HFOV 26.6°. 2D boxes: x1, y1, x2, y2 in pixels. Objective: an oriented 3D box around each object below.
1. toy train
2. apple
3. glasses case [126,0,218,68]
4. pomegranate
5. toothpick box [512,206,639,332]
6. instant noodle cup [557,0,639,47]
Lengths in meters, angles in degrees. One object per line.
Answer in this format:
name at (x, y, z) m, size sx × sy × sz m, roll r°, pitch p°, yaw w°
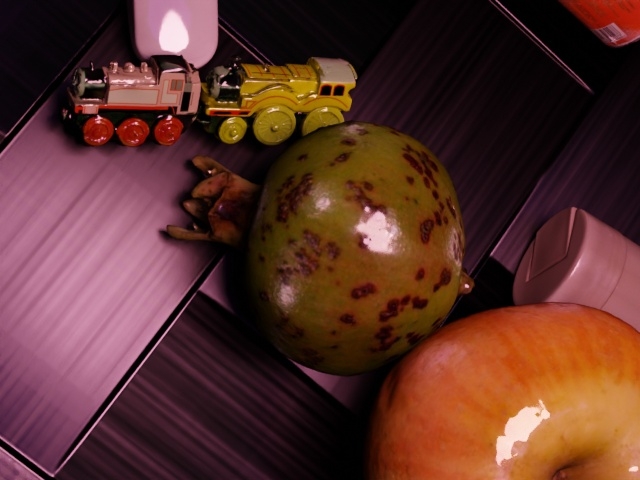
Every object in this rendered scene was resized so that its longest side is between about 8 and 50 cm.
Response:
toy train at (-0.095, -0.118, 1.144) m, size 0.250 × 0.053 × 0.085 m, roll -3°, pitch 125°, yaw -21°
apple at (0.170, 0.188, 1.128) m, size 0.286 × 0.233 × 0.285 m, roll 0°, pitch 90°, yaw -19°
glasses case at (-0.129, -0.241, 1.159) m, size 0.076 × 0.049 × 0.197 m, roll -4°, pitch 87°, yaw -20°
pomegranate at (0.000, 0.000, 1.114) m, size 0.263 × 0.211 × 0.211 m, roll 15°, pitch 78°, yaw 7°
toothpick box at (0.278, 0.059, 1.246) m, size 0.181 × 0.111 × 0.111 m, roll 31°, pitch 75°, yaw -16°
instant noodle cup at (0.263, -0.258, 1.275) m, size 0.136 × 0.127 × 0.127 m, roll 44°, pitch 72°, yaw -19°
